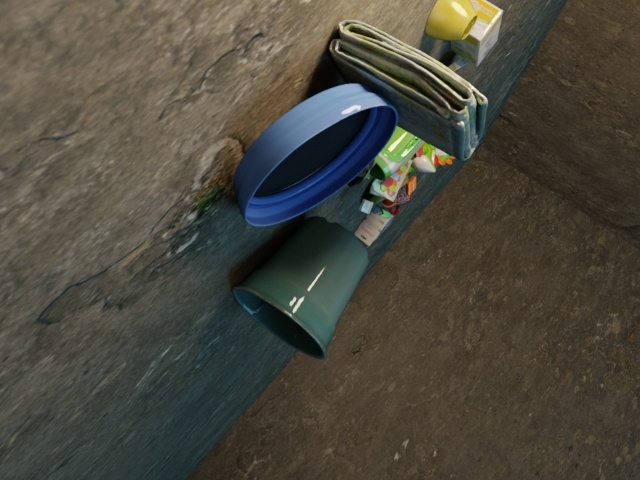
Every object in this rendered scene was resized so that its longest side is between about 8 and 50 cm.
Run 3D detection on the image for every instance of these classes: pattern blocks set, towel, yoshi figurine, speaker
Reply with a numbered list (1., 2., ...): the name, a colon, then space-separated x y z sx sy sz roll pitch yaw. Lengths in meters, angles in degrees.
1. pattern blocks set: 0.257 -0.238 1.537 0.285 0.026 0.325 4 106 -37
2. towel: 0.202 -0.310 0.929 0.090 0.320 0.374 -56 164 9
3. yoshi figurine: 0.415 -0.392 1.759 0.362 0.203 0.203 -21 109 -36
4. speaker: 0.269 -0.339 1.415 0.296 0.131 0.131 -47 165 -12

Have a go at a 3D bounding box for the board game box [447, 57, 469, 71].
1. board game box: 0.465 -0.602 1.491 0.154 0.026 0.103 -39 -170 -39

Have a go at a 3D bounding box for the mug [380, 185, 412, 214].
1. mug: 0.363 -0.198 2.035 0.113 0.151 0.169 -15 -176 36

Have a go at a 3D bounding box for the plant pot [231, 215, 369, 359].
1. plant pot: -0.037 0.126 1.316 0.334 0.341 0.341 -54 167 -23

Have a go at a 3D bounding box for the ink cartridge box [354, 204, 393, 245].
1. ink cartridge box: 0.258 -0.075 2.078 0.180 0.104 0.060 -56 166 20

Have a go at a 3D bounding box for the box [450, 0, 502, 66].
1. box: 0.484 -0.655 1.334 0.103 0.114 0.203 -53 167 11

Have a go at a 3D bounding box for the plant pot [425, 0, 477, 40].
1. plant pot: 0.364 -0.599 1.153 0.134 0.095 0.134 -46 165 -16

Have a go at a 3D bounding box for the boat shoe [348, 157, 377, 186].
1. boat shoe: 0.122 -0.234 1.342 0.073 0.080 0.223 -52 171 -15

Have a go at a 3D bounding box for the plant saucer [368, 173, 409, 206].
1. plant saucer: 0.288 -0.207 1.817 0.240 0.037 0.241 -34 180 0

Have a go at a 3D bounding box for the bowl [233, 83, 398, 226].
1. bowl: -0.014 -0.174 0.913 0.391 0.077 0.391 -34 169 -7

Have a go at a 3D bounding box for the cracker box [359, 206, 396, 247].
1. cracker box: 0.311 -0.086 2.279 0.232 0.067 0.156 -42 162 -33
